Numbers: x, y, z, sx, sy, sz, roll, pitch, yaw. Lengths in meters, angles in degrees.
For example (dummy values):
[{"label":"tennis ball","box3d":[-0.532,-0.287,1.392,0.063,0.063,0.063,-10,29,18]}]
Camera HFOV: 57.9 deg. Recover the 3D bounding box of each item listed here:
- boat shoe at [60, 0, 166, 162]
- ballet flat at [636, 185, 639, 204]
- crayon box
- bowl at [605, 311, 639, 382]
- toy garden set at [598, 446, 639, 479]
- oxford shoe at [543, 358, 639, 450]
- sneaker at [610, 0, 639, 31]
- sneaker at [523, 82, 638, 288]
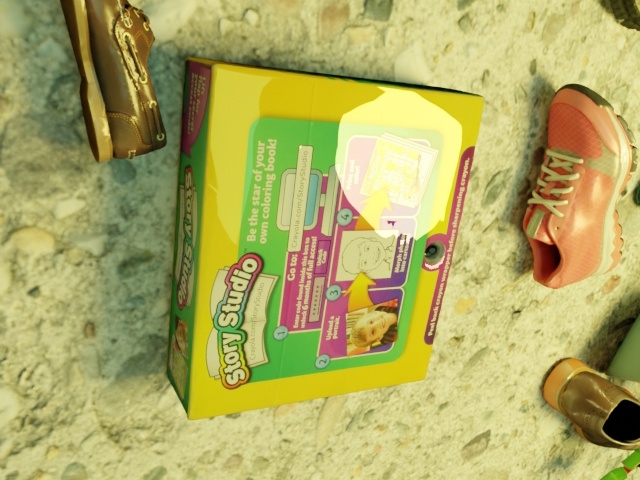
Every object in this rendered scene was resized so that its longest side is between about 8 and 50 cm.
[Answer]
[{"label":"boat shoe","box3d":[-0.182,-0.173,0.507,0.073,0.073,0.207,-16,124,-24]},{"label":"ballet flat","box3d":[0.650,-0.112,0.975,0.247,0.087,0.083,-31,121,-15]},{"label":"crayon box","box3d":[0.000,0.000,0.654,0.312,0.106,0.363,-1,110,-27]},{"label":"bowl","box3d":[0.686,0.197,1.024,0.311,0.311,0.163,15,83,-32]},{"label":"toy garden set","box3d":[0.642,0.393,1.079,0.244,0.049,0.203,-49,143,16]},{"label":"oxford shoe","box3d":[0.558,0.345,1.083,0.363,0.132,0.130,30,93,-34]},{"label":"sneaker","box3d":[0.418,-0.405,0.708,0.410,0.158,0.182,19,83,-38]},{"label":"sneaker","box3d":[0.352,-0.058,0.818,0.136,0.116,0.314,-26,120,-16]}]
